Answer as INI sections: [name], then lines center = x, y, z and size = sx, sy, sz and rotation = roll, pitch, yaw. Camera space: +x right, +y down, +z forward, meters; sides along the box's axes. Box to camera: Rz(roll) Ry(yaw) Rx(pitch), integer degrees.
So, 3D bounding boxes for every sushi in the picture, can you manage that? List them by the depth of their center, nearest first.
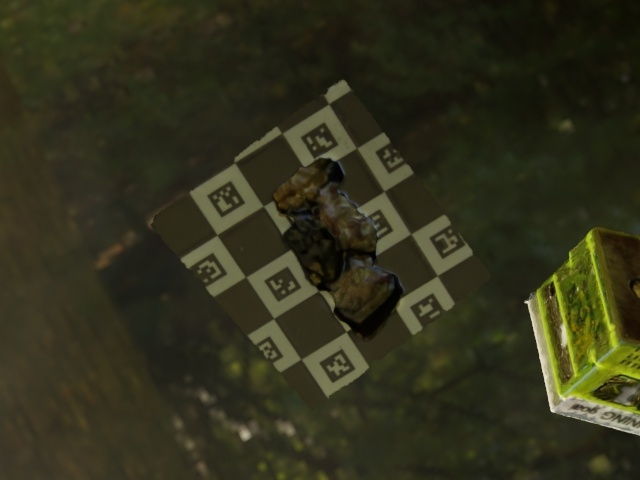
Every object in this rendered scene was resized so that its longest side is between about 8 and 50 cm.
[sushi]
center = 0.000, 0.000, 1.557
size = 0.192, 0.215, 0.050
rotation = -36, -161, 6

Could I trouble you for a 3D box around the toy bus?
[toy bus]
center = 0.278, 0.089, 1.292
size = 0.301, 0.113, 0.139
rotation = 17, 136, -29
